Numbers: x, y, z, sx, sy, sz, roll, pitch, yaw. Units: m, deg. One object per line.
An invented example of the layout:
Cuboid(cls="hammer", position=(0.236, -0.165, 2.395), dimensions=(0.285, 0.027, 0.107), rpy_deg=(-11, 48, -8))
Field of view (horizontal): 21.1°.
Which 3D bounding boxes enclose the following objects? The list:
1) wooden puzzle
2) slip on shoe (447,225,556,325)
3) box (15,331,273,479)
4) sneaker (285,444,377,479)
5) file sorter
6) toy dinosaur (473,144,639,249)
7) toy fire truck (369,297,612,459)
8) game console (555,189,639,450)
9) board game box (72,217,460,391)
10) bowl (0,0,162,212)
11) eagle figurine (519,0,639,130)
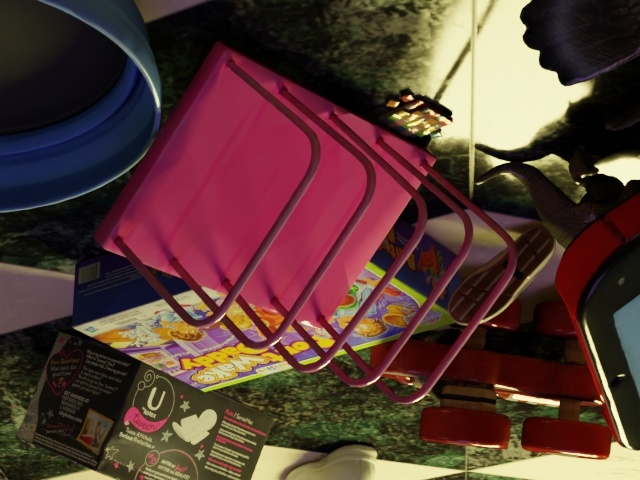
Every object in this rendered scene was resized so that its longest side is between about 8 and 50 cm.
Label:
Cuboid(cls="wooden puzzle", position=(0.087, -0.111, 1.580), dimensions=(0.049, 0.006, 0.083), rpy_deg=(-23, 146, 37))
Cuboid(cls="slip on shoe", position=(0.190, 0.039, 1.792), dimensions=(0.135, 0.051, 0.041), rpy_deg=(-46, 168, 2))
Cuboid(cls="box", position=(-0.205, 0.220, 2.045), dimensions=(0.163, 0.142, 0.247), rpy_deg=(14, 168, 43))
Cuboid(cls="sneaker", position=(0.010, 0.362, 2.439), dimensions=(0.080, 0.094, 0.212), rpy_deg=(10, 152, -24))
Cuboid(cls="file sorter", position=(0.000, 0.000, 1.493), dimensions=(0.290, 0.182, 0.202), rpy_deg=(23, 105, -45))
Cuboid(cls="toy dinosaur", position=(0.306, -0.015, 1.657), dimensions=(0.313, 0.121, 0.160), rpy_deg=(-3, 141, -4))
Cuboid(cls="toy fire truck", position=(0.194, 0.156, 1.976), dimensions=(0.302, 0.169, 0.254), rpy_deg=(8, 172, -18))
Cuboid(cls="game console", position=(0.389, 0.029, 1.593), dimensions=(0.342, 0.060, 0.386), rpy_deg=(-32, 146, -1))
Cuboid(cls="board game box", position=(-0.057, 0.055, 1.833), dimensions=(0.347, 0.078, 0.233), rpy_deg=(-18, 149, 31))
Cuboid(cls="bowl", position=(-0.325, -0.143, 1.428), dimensions=(0.391, 0.077, 0.391), rpy_deg=(0, 154, 0))
Cuboid(cls="eagle figurine", position=(0.335, -0.163, 1.335), dimensions=(0.298, 0.225, 0.226), rpy_deg=(16, 123, 40))
